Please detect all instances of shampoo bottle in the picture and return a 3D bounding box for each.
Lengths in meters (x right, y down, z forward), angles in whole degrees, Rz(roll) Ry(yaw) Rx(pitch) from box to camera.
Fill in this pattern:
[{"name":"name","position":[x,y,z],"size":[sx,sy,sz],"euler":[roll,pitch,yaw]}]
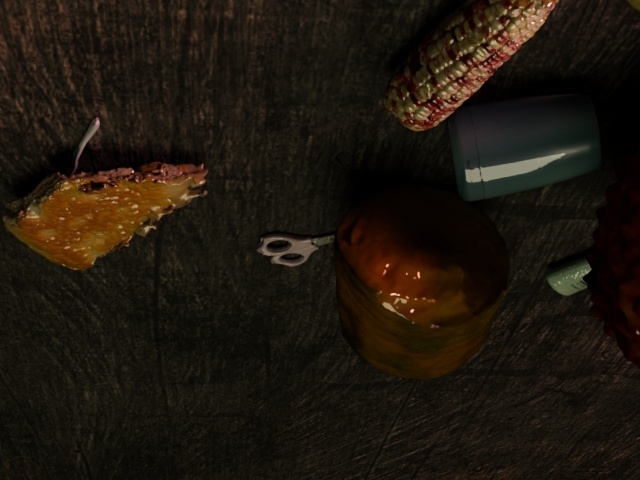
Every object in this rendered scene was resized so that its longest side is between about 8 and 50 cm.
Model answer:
[{"name":"shampoo bottle","position":[0.450,0.034,1.718],"size":[0.190,0.041,0.069],"euler":[-28,136,37]}]

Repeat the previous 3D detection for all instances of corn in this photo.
[{"name":"corn","position":[0.163,-0.213,1.223],"size":[0.086,0.086,0.253],"euler":[15,146,-27]}]

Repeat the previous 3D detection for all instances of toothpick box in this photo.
[{"name":"toothpick box","position":[0.253,-0.121,1.358],"size":[0.184,0.120,0.120],"euler":[-10,149,8]}]

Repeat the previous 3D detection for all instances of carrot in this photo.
[{"name":"carrot","position":[0.136,0.053,1.534],"size":[0.241,0.241,0.341],"euler":[-2,154,-1]}]

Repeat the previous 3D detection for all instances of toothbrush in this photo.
[{"name":"toothbrush","position":[-0.313,-0.115,1.434],"size":[0.017,0.014,0.162],"euler":[-6,156,-35]}]

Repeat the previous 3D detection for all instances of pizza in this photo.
[{"name":"pizza","position":[-0.289,-0.051,1.487],"size":[0.297,0.071,0.189],"euler":[-22,145,30]}]

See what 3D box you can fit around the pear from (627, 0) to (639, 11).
[{"name":"pear","position":[0.340,-0.289,1.034],"size":[0.136,0.167,0.167],"euler":[13,151,6]}]

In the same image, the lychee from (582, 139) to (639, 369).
[{"name":"lychee","position":[0.555,0.014,1.331],"size":[0.500,0.425,0.424],"euler":[-6,155,-30]}]

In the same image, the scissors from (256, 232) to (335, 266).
[{"name":"scissors","position":[0.000,0.000,1.658],"size":[0.189,0.015,0.100],"euler":[-15,149,18]}]
